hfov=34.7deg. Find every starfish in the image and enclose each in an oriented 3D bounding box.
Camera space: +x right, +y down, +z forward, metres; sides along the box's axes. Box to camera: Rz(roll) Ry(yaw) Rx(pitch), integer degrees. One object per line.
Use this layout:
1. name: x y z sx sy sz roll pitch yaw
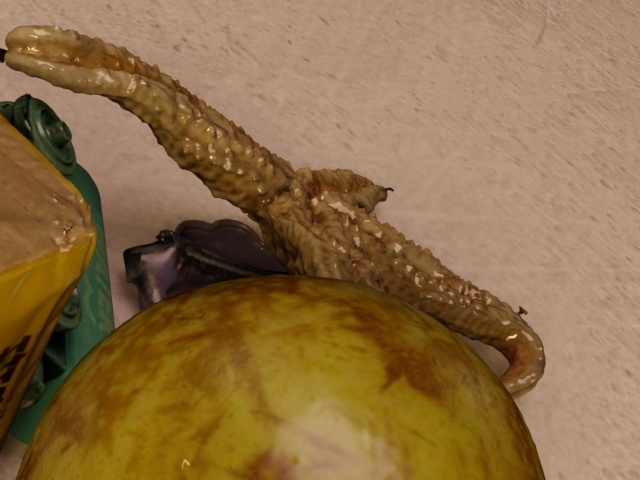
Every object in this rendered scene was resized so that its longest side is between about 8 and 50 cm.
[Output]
1. starfish: 0.000 0.000 0.746 0.324 0.082 0.432 48 14 32

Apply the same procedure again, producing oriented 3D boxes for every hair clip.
1. hair clip: -0.058 0.024 0.795 0.195 0.052 0.124 11 47 -30

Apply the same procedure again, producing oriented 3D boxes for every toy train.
1. toy train: -0.181 0.020 0.660 0.101 0.159 0.248 -23 48 7

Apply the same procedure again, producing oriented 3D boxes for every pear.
1. pear: -0.016 0.158 0.490 0.284 0.283 0.283 18 39 -15

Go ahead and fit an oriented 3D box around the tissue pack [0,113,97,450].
1. tissue pack: -0.235 0.046 0.478 0.192 0.270 0.134 42 36 14
